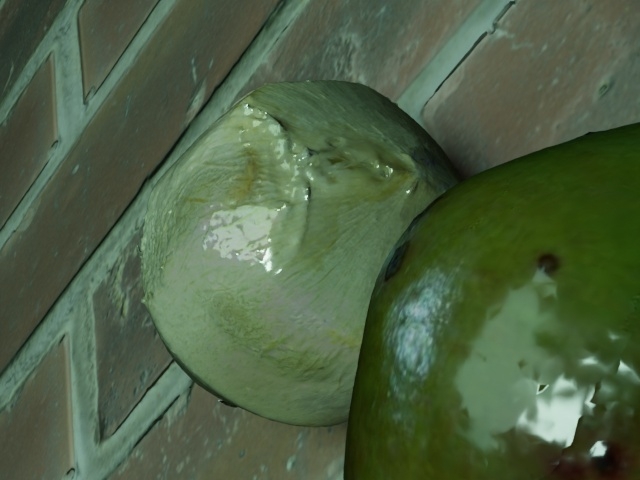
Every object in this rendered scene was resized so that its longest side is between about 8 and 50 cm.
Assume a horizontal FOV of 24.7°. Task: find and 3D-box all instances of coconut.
[{"bbox_3d":[-0.002,-0.001,0.986,0.230,0.227,0.227,-42,40,41],"label":"coconut"}]

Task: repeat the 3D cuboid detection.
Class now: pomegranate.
[{"bbox_3d":[0.159,0.066,0.654,0.291,0.290,0.323,-56,1,22],"label":"pomegranate"}]
